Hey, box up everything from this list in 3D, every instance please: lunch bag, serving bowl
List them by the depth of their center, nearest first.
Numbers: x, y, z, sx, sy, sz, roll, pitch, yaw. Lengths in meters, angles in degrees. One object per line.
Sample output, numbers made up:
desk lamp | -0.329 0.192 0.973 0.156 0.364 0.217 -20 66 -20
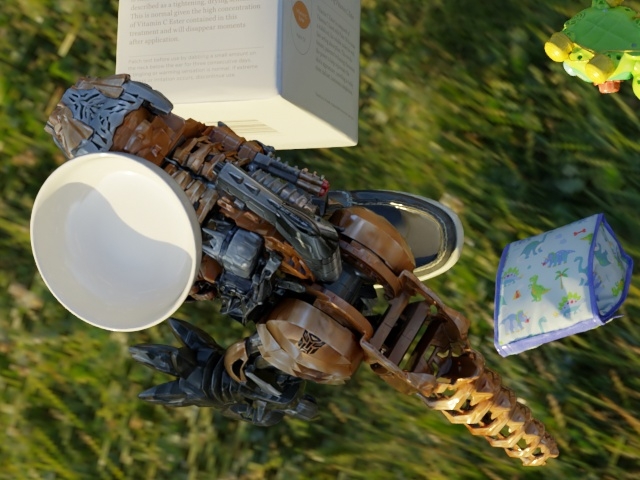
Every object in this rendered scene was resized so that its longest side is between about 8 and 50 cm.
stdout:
serving bowl | -0.089 -0.002 0.734 0.083 0.027 0.083 5 106 19
lunch bag | 0.260 0.058 1.749 0.129 0.096 0.151 -22 25 32

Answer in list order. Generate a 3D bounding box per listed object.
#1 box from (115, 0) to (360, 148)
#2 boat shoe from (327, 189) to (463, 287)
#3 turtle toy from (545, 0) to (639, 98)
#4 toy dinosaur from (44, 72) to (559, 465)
box | -0.070 -0.275 1.542 0.168 0.215 0.345 -1 81 20
boat shoe | 0.000 0.000 1.308 0.233 0.079 0.084 4 98 24
turtle toy | 0.279 -0.173 1.506 0.095 0.066 0.130 -43 55 -14
toy dinosaur | -0.016 0.033 0.896 0.164 0.218 0.322 -36 91 -19
